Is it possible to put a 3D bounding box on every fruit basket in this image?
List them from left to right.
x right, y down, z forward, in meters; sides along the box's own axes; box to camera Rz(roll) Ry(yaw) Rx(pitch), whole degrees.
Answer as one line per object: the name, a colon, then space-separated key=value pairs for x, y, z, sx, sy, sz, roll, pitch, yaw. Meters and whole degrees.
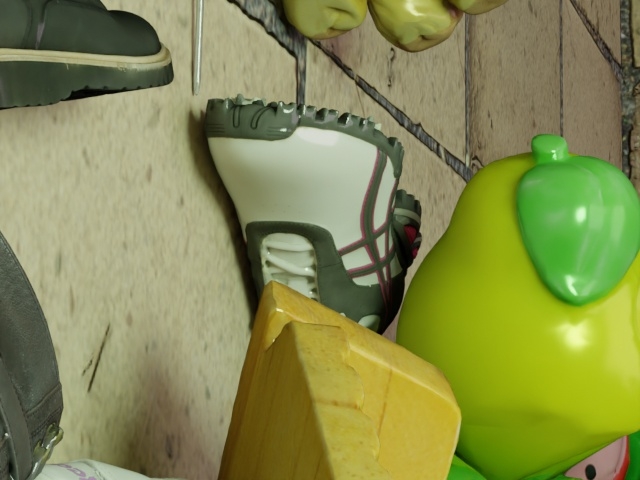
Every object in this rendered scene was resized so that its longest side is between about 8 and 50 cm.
fruit basket: x=0.144 y=0.121 z=1.216 sx=0.392 sy=0.283 sz=0.392 roll=-55 pitch=-173 yaw=10

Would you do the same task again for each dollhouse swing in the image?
dollhouse swing: x=0.113 y=0.239 z=0.882 sx=0.347 sy=0.305 sz=0.315 roll=-106 pitch=-153 yaw=-60

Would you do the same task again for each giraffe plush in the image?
giraffe plush: x=0.029 y=-0.243 z=1.242 sx=0.210 sy=0.181 sz=0.170 roll=17 pitch=55 yaw=-36

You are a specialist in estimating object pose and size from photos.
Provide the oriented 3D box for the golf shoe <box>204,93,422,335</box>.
golf shoe: x=0.000 y=0.000 z=1.161 sx=0.273 sy=0.105 sz=0.120 roll=51 pitch=47 yaw=-62

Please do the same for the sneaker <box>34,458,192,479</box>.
sneaker: x=-0.109 y=0.239 z=0.805 sx=0.152 sy=0.114 sz=0.305 roll=33 pitch=52 yaw=-53

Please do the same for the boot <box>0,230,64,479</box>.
boot: x=-0.130 y=0.103 z=0.697 sx=0.229 sy=0.091 sz=0.263 roll=-65 pitch=142 yaw=-75

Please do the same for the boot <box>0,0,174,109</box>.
boot: x=-0.124 y=-0.125 z=0.823 sx=0.198 sy=0.077 sz=0.137 roll=-25 pitch=107 yaw=-73

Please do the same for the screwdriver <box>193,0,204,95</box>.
screwdriver: x=-0.070 y=-0.168 z=1.098 sx=0.025 sy=0.024 sz=0.170 roll=10 pitch=84 yaw=-43
